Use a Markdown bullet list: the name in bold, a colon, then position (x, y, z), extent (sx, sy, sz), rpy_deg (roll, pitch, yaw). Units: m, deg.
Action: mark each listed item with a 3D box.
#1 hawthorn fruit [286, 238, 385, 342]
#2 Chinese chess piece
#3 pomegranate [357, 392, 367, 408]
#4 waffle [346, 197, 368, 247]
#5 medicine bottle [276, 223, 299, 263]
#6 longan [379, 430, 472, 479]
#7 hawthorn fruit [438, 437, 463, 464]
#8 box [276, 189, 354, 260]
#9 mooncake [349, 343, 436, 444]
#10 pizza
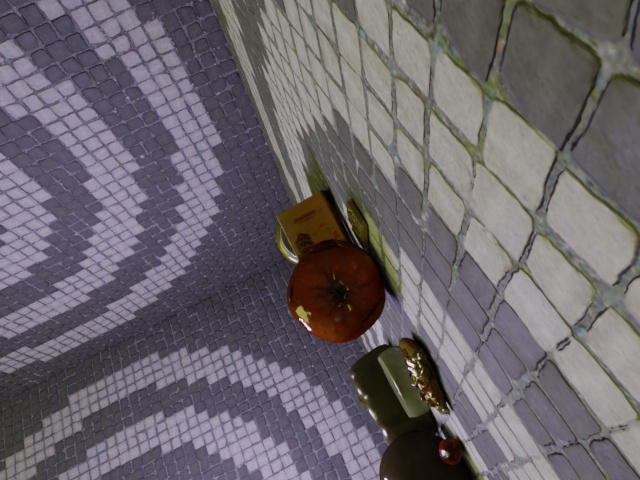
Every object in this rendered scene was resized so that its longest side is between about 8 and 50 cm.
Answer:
- **hawthorn fruit**: position (0.059, 0.141, 1.246), extent (0.276, 0.275, 0.307), rpy_deg (62, -170, 13)
- **Chinese chess piece**: position (0.275, 0.454, 1.444), extent (0.238, 0.092, 0.238), rpy_deg (62, 174, 10)
- **pomegranate**: position (0.258, 0.675, 2.111), extent (0.277, 0.203, 0.222), rpy_deg (-125, 27, -46)
- **waffle**: position (0.096, -0.041, 1.138), extent (0.092, 0.021, 0.135), rpy_deg (60, 173, 23)
- **medicine bottle**: position (-0.054, -0.015, 1.674), extent (0.225, 0.224, 0.384), rpy_deg (63, 176, 1)
- **longan**: position (0.331, 0.754, 1.408), extent (0.297, 0.297, 0.297), rpy_deg (63, 175, 9)
- **hawthorn fruit**: position (0.377, 0.607, 1.281), extent (0.077, 0.077, 0.077), rpy_deg (63, 175, 9)
- **box**: position (0.000, 0.000, 1.415), extent (0.274, 0.174, 0.076), rpy_deg (63, -162, 2)
- **mooncake**: position (0.268, 0.608, 1.704), extent (0.379, 0.200, 0.378), rpy_deg (63, 176, 7)
- **pizza**: position (0.264, 0.357, 1.178), extent (0.226, 0.069, 0.147), rpy_deg (66, 173, -24)
